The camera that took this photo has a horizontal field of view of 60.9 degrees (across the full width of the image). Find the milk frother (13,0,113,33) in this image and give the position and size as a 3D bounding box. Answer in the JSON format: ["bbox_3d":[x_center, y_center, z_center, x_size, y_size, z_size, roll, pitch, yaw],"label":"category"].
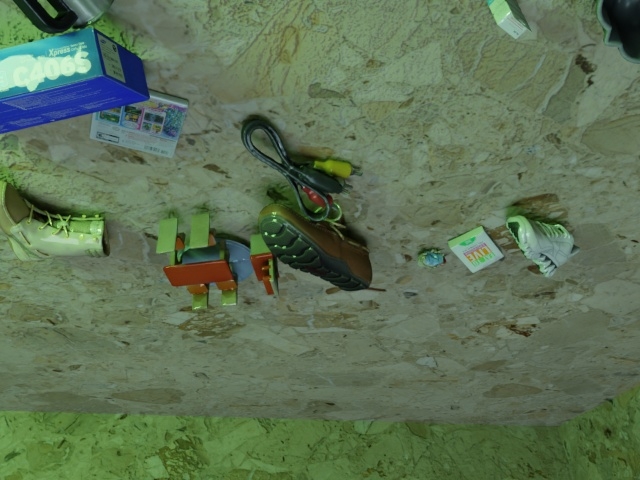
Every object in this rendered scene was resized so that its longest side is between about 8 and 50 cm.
[{"bbox_3d":[-0.394,-0.366,0.759,0.143,0.129,0.135,26,162,37],"label":"milk frother"}]

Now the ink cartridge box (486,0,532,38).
[{"bbox_3d":[0.297,-0.352,0.856,0.048,0.083,0.028,20,137,-30],"label":"ink cartridge box"}]

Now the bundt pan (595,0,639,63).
[{"bbox_3d":[0.539,-0.418,0.761,0.331,0.124,0.331,-3,145,-2],"label":"bundt pan"}]

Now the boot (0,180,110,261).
[{"bbox_3d":[-0.574,-0.037,1.172,0.203,0.095,0.262,0,146,-6],"label":"boot"}]

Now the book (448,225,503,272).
[{"bbox_3d":[0.411,0.022,1.435,0.096,0.035,0.144,-29,137,24],"label":"book"}]

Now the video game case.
[{"bbox_3d":[-0.338,-0.224,1.010,0.157,0.019,0.143,12,141,-21],"label":"video game case"}]

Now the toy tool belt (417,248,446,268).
[{"bbox_3d":[0.301,0.048,1.436,0.083,0.052,0.051,3,152,-13],"label":"toy tool belt"}]

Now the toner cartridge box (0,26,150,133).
[{"bbox_3d":[-0.469,-0.235,0.856,0.348,0.075,0.165,-11,-179,6],"label":"toner cartridge box"}]

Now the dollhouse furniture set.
[{"bbox_3d":[-0.232,0.070,1.274,0.259,0.135,0.262,-8,143,3],"label":"dollhouse furniture set"}]

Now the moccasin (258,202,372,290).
[{"bbox_3d":[0.002,-0.001,1.273,0.139,0.147,0.380,-15,150,41],"label":"moccasin"}]

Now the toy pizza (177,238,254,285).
[{"bbox_3d":[-0.262,0.050,1.386,0.201,0.032,0.201,-4,143,-3],"label":"toy pizza"}]

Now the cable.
[{"bbox_3d":[-0.052,-0.140,1.114,0.287,0.072,0.139,26,107,-26],"label":"cable"}]

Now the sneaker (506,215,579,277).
[{"bbox_3d":[0.558,-0.005,1.362,0.118,0.110,0.292,-35,144,23],"label":"sneaker"}]
